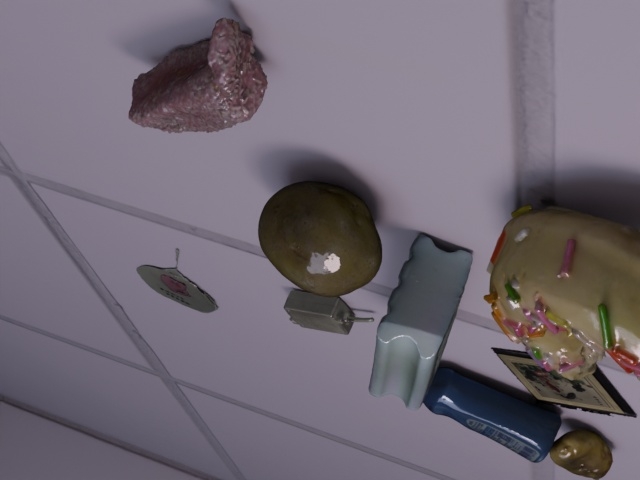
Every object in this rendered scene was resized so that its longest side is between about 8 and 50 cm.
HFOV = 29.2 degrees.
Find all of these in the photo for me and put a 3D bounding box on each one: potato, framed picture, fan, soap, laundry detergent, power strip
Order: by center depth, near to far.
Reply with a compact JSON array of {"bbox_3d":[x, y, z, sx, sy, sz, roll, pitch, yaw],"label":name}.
[{"bbox_3d":[0.000,0.000,1.749,0.178,0.160,0.235,62,176,9],"label":"potato"},{"bbox_3d":[0.148,0.132,1.854,0.095,0.173,0.289,21,157,9],"label":"soap"},{"bbox_3d":[0.403,0.239,2.042,0.199,0.010,0.195,5,151,41],"label":"framed picture"},{"bbox_3d":[0.017,0.129,2.158,0.175,0.042,0.075,8,152,34],"label":"power strip"},{"bbox_3d":[0.465,0.378,2.197,0.091,0.070,0.138,-28,134,30],"label":"potato"},{"bbox_3d":[0.281,0.295,2.202,0.290,0.094,0.143,27,169,4],"label":"laundry detergent"},{"bbox_3d":[-0.280,0.074,2.386,0.182,0.010,0.310,24,158,4],"label":"fan"}]

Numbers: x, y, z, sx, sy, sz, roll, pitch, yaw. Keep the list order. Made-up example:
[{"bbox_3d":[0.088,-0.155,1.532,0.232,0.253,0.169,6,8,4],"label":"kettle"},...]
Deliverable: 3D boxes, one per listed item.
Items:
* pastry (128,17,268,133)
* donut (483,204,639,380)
[{"bbox_3d":[-0.145,-0.192,1.539,0.112,0.103,0.265,27,161,-24],"label":"pastry"},{"bbox_3d":[0.351,0.089,1.508,0.307,0.150,0.371,43,166,-27],"label":"donut"}]
